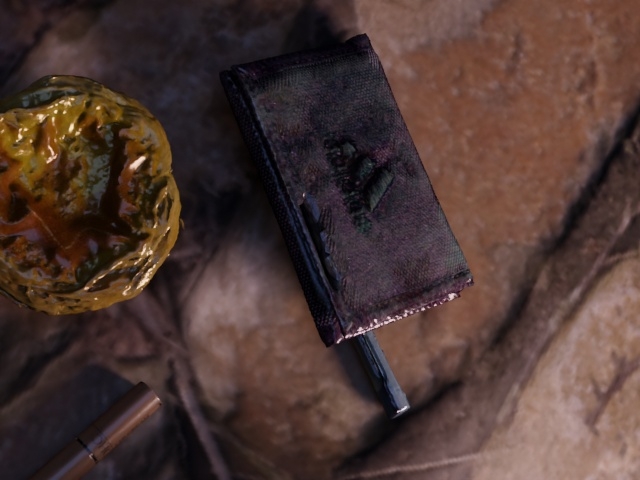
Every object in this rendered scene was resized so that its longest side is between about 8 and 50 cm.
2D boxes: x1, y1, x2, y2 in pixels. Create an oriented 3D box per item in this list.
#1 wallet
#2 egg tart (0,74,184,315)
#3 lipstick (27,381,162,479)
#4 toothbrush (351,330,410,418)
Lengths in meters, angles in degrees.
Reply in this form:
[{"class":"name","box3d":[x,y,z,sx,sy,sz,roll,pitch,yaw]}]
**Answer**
[{"class":"wallet","box3d":[0.016,-0.032,0.764,0.111,0.030,0.166,-19,85,-39]},{"class":"egg tart","box3d":[-0.134,-0.022,0.718,0.130,0.052,0.130,3,78,-14]},{"class":"lipstick","box3d":[-0.125,0.112,0.713,0.094,0.019,0.019,-42,93,-18]},{"class":"toothbrush","box3d":[0.000,0.000,0.772,0.019,0.016,0.220,-23,86,-27]}]
